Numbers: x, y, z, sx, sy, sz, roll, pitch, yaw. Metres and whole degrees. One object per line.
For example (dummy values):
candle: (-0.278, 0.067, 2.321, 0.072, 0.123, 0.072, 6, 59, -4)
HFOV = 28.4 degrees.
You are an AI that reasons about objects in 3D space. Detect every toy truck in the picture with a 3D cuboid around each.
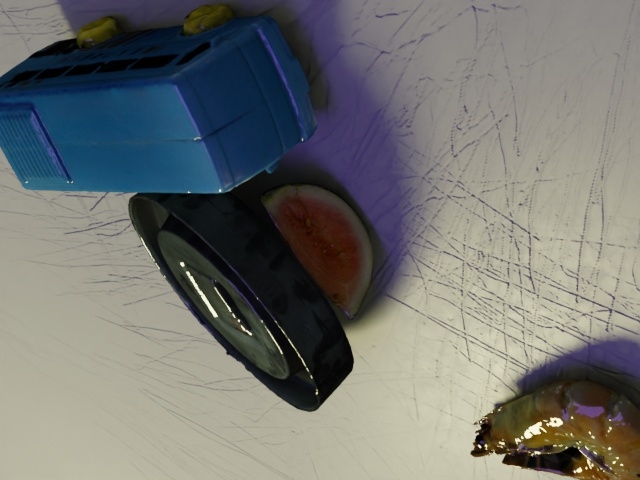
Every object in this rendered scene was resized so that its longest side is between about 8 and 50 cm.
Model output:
toy truck: (-0.184, -0.136, 1.319, 0.384, 0.162, 0.161, 3, 126, 43)

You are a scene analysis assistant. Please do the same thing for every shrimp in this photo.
shrimp: (0.248, 0.209, 1.325, 0.145, 0.061, 0.267, 45, 144, -17)

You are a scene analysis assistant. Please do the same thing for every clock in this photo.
clock: (-0.091, 0.055, 1.428, 0.319, 0.066, 0.319, 42, 161, 18)

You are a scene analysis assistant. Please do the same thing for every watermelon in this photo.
watermelon: (0.011, -0.009, 1.337, 0.069, 0.087, 0.163, -31, 107, 19)
